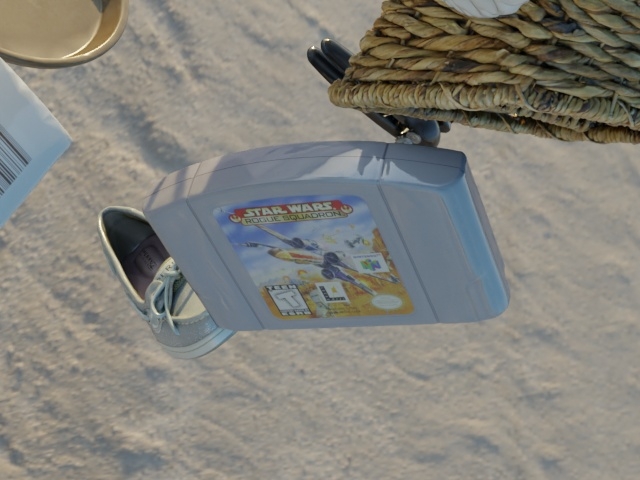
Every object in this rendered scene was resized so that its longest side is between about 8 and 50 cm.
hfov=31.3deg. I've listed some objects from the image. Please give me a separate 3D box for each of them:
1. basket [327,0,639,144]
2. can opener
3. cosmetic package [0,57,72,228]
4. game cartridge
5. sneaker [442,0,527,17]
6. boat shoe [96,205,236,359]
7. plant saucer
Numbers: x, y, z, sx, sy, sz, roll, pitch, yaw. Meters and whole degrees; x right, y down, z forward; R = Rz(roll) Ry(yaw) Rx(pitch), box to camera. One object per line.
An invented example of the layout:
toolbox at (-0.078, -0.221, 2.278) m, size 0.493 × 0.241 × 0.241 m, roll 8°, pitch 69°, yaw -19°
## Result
basket at (0.203, -0.137, 0.956) m, size 0.299 × 0.223 × 0.213 m, roll 4°, pitch 36°, yaw -45°
can opener at (0.061, -0.156, 1.245) m, size 0.186 × 0.059 × 0.073 m, roll 31°, pitch 50°, yaw -20°
cosmetic package at (-0.272, -0.035, 0.719) m, size 0.085 × 0.231 × 0.117 m, roll 52°, pitch 50°, yaw -28°
game cartridge at (0.000, 0.000, 1.005) m, size 0.198 × 0.297 × 0.062 m, roll 59°, pitch 35°, yaw -45°
sneaker at (0.042, -0.191, 0.580) m, size 0.118 × 0.292 × 0.110 m, roll 20°, pitch 102°, yaw -24°
boat shoe at (-0.173, 0.038, 1.289) m, size 0.118 × 0.320 × 0.103 m, roll -43°, pitch 119°, yaw -7°
plant saucer at (-0.356, -0.307, 1.327) m, size 0.278 × 0.041 × 0.277 m, roll 20°, pitch 51°, yaw -26°
